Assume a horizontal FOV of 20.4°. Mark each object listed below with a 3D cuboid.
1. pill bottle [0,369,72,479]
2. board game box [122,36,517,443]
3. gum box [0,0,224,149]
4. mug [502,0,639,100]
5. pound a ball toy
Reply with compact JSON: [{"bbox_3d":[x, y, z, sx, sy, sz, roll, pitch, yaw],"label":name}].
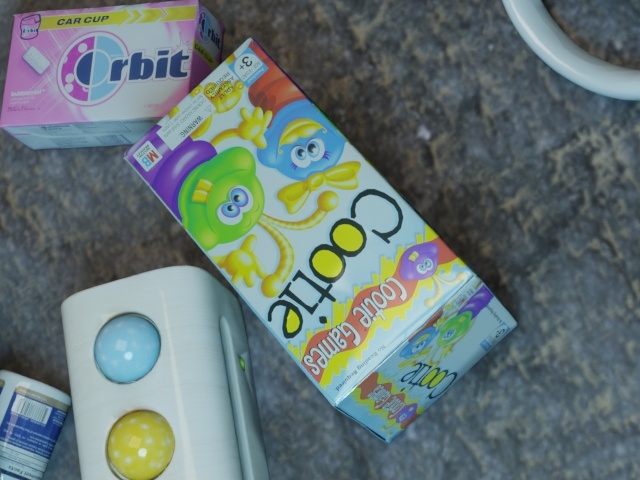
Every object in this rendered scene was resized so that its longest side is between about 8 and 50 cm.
[{"bbox_3d":[-0.255,0.172,1.459,0.067,0.067,0.120,16,79,24],"label":"pill bottle"},{"bbox_3d":[0.000,0.000,1.381,0.142,0.144,0.275,-43,64,2],"label":"board game box"},{"bbox_3d":[-0.185,-0.142,1.540,0.188,0.062,0.107,-2,72,19],"label":"gum box"},{"bbox_3d":[0.271,-0.282,1.333,0.328,0.276,0.374,38,118,19],"label":"mug"},{"bbox_3d":[-0.154,0.200,1.376,0.208,0.136,0.319,-15,67,15],"label":"pound a ball toy"}]
